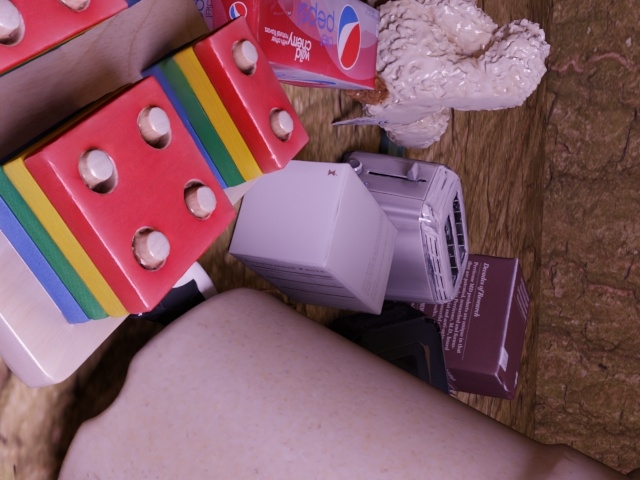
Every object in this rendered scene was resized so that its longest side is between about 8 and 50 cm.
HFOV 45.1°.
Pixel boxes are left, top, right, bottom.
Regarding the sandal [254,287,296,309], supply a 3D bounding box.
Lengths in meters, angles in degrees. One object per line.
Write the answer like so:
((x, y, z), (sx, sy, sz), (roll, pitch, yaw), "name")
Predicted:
((-0.062, 0.083, 0.760), (0.180, 0.049, 0.072), (40, 63, -79), "sandal")

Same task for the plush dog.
((0.111, -0.255, 0.909), (0.211, 0.262, 0.225), (8, 74, -29), "plush dog")

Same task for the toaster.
((0.100, -0.005, 0.970), (0.129, 0.146, 0.227), (-61, 147, -40), "toaster")

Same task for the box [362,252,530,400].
((0.182, 0.118, 1.115), (0.168, 0.203, 0.167), (50, 51, -59), "box")

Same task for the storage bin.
((0.088, 0.180, 0.965), (0.084, 0.122, 0.180), (-151, -130, -70), "storage bin")

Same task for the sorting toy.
((-0.121, -0.103, 0.421), (0.255, 0.089, 0.257), (61, 37, -20), "sorting toy")

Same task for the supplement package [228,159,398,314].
((0.000, 0.000, 0.798), (0.179, 0.105, 0.105), (45, 55, -61), "supplement package")

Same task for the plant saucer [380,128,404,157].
((0.110, -0.190, 1.108), (0.067, 0.018, 0.192), (11, 86, -66), "plant saucer")

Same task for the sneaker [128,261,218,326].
((-0.155, 0.038, 0.510), (0.217, 0.079, 0.121), (54, 50, -45), "sneaker")

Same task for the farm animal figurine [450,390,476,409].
((0.199, 0.387, 1.231), (0.327, 0.172, 0.330), (-60, 143, -44), "farm animal figurine")

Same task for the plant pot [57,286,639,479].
((0.001, 0.203, 0.531), (0.334, 0.305, 0.334), (-46, 159, -24), "plant pot")

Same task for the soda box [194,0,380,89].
((-0.031, -0.190, 0.700), (0.263, 0.092, 0.083), (-13, 109, -65), "soda box")
